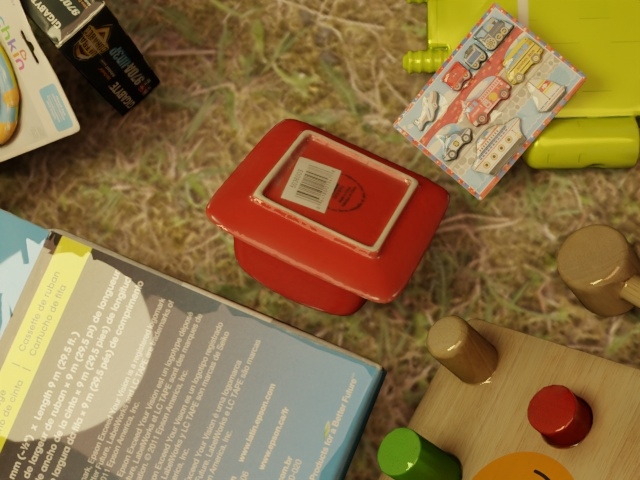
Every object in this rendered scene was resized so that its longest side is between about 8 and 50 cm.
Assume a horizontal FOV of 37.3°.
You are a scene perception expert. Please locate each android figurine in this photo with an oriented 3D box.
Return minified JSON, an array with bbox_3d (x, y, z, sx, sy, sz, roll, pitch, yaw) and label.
[{"bbox_3d":[0.204,-0.180,0.793,0.273,0.056,0.248,2,83,3],"label":"android figurine"}]

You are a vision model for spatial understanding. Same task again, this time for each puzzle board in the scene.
[{"bbox_3d":[0.134,-0.111,0.760,0.096,0.011,0.128,42,103,11],"label":"puzzle board"}]

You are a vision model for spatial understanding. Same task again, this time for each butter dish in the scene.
[{"bbox_3d":[0.000,0.000,0.760,0.160,0.118,0.160,26,43,7],"label":"butter dish"}]

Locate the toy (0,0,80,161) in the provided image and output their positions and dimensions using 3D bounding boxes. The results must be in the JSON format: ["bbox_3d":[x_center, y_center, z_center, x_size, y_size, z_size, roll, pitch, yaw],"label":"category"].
[{"bbox_3d":[-0.298,-0.115,0.739,0.237,0.056,0.136,-10,109,44],"label":"toy"}]

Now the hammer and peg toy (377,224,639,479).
[{"bbox_3d":[0.170,0.146,0.649,0.266,0.127,0.361,17,71,49],"label":"hammer and peg toy"}]

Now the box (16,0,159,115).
[{"bbox_3d":[-0.235,-0.216,0.771,0.051,0.175,0.220,-42,82,-4],"label":"box"}]

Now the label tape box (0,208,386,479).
[{"bbox_3d":[-0.153,0.148,0.751,0.348,0.115,0.249,22,85,10],"label":"label tape box"}]
